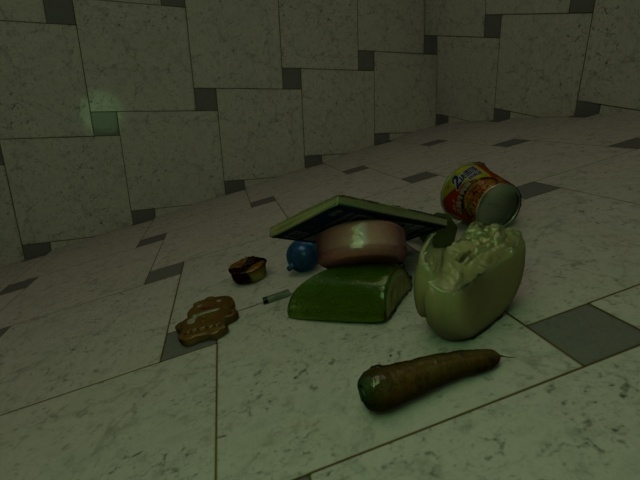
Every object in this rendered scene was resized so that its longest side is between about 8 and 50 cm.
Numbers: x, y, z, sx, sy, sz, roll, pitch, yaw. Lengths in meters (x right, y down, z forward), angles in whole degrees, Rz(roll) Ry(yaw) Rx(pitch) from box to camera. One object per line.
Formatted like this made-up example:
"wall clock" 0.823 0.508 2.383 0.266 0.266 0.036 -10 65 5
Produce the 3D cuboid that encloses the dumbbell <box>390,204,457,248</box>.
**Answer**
"dumbbell" 0.310 -0.046 1.406 0.108 0.121 0.302 -51 31 -11

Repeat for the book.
"book" 0.113 -0.036 1.196 0.428 0.039 0.300 7 -20 -39

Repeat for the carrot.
"carrot" 0.213 0.238 0.763 0.299 0.078 0.078 -12 19 -10

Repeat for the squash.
"squash" 0.069 0.121 1.117 0.289 0.111 0.203 -3 21 34

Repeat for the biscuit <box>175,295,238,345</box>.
"biscuit" -0.326 0.220 1.230 0.185 0.035 0.249 -14 19 2

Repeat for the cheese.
"cheese" 0.313 0.079 0.889 0.266 0.233 0.127 -27 34 -26

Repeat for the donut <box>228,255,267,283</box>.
"donut" -0.247 0.103 1.462 0.141 0.059 0.140 -12 20 5

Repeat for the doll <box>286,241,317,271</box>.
"doll" 0.000 0.000 1.495 0.363 0.145 0.199 -43 -7 -38

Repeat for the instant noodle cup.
"instant noodle cup" 0.528 -0.134 1.374 0.214 0.213 0.174 -18 28 -10

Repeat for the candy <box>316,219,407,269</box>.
"candy" 0.116 0.020 1.141 0.256 0.094 0.255 -4 -16 -1

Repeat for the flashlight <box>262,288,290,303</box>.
"flashlight" -0.132 0.168 1.259 0.084 0.018 0.018 -18 21 -9
